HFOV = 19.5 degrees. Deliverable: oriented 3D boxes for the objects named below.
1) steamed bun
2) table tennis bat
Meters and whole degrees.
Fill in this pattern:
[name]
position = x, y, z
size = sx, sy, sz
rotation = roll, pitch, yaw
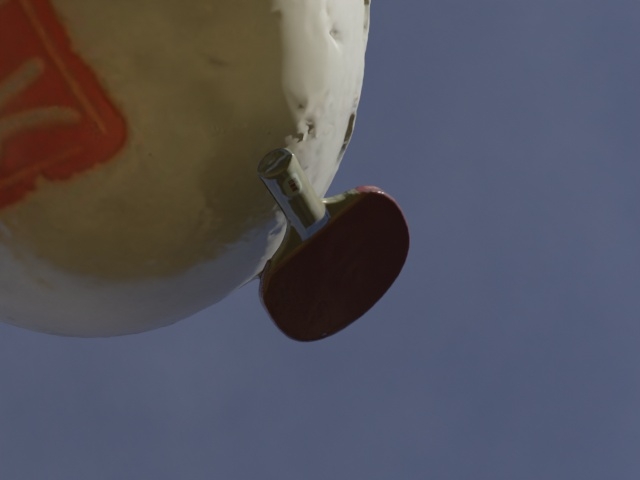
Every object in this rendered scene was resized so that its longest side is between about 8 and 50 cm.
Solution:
[steamed bun]
position = -0.158, -0.128, 1.042
size = 0.241, 0.374, 0.374
rotation = -2, -69, -43
[table tennis bat]
position = 0.000, 0.000, 0.921
size = 0.087, 0.013, 0.156
rotation = -40, -32, -5
